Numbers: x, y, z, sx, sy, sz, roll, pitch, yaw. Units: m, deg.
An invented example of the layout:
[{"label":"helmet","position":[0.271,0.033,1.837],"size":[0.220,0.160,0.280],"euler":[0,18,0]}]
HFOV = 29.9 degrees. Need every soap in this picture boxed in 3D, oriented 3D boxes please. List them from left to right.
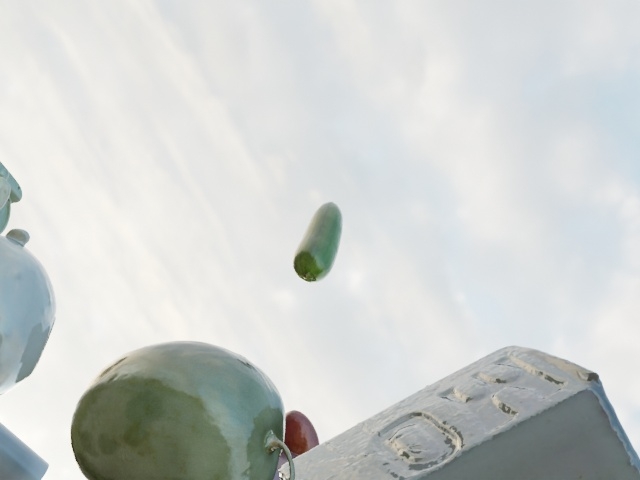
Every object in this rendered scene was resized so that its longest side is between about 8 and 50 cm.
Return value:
[{"label":"soap","position":[0.192,0.344,1.701],"size":[0.213,0.435,0.350],"euler":[64,-7,-12]}]

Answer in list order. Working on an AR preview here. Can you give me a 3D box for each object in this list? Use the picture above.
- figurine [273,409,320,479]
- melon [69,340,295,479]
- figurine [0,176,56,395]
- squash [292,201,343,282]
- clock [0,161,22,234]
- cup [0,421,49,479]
[{"label":"figurine","position":[-0.082,0.523,2.379],"size":[0.211,0.261,0.270],"euler":[39,-61,3]},{"label":"melon","position":[-0.191,0.261,1.639],"size":[0.272,0.308,0.272],"euler":[-5,90,-90]},{"label":"figurine","position":[-0.489,0.016,1.394],"size":[0.394,0.274,0.226],"euler":[26,-17,-11]},{"label":"squash","position":[0.000,0.000,1.954],"size":[0.066,0.201,0.066],"euler":[6,-54,9]},{"label":"clock","position":[-0.658,-0.065,2.315],"size":[0.062,0.191,0.151],"euler":[1,-34,23]},{"label":"cup","position":[-0.521,0.358,1.927],"size":[0.133,0.099,0.136],"euler":[44,-29,-14]}]
